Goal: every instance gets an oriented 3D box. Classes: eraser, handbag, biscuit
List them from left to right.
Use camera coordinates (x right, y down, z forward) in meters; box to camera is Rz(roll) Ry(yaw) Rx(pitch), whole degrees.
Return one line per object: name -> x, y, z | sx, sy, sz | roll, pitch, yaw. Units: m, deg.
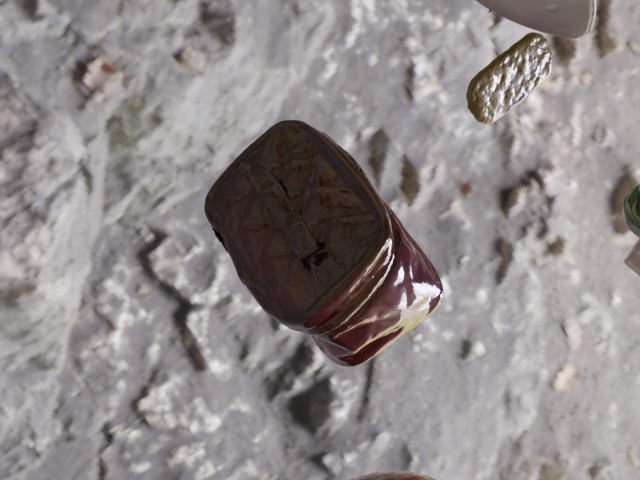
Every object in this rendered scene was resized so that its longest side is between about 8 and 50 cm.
handbag -> 0.000, 0.000, 1.199 | 0.135, 0.146, 0.225 | 41, 12, -49
biscuit -> 0.235, -0.201, 1.606 | 0.147, 0.018, 0.071 | -39, 120, -20
eraser -> 0.346, -0.397, 2.017 | 0.243, 0.204, 0.059 | 34, 50, -42

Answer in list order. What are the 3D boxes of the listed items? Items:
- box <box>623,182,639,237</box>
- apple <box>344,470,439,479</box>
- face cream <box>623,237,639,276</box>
box -> 0.437, -0.048, 1.194 | 0.175, 0.182, 0.312 | -27, 44, -22
apple -> 0.053, 0.339, 1.178 | 0.253, 0.253, 0.253 | 29, 44, -32
face cream -> 0.443, 0.059, 1.481 | 0.198, 0.057, 0.084 | 40, 63, 7
